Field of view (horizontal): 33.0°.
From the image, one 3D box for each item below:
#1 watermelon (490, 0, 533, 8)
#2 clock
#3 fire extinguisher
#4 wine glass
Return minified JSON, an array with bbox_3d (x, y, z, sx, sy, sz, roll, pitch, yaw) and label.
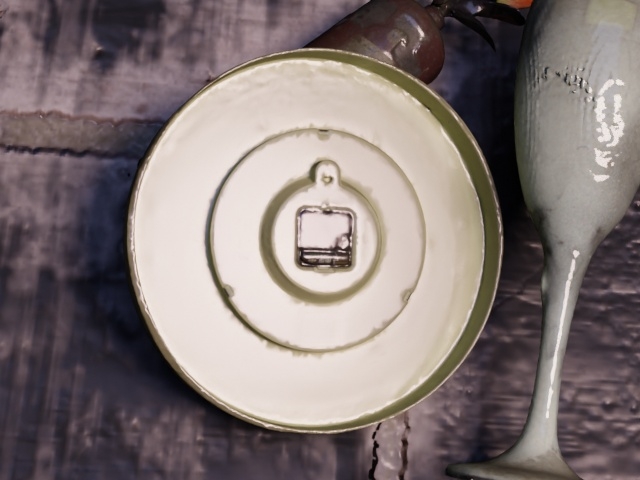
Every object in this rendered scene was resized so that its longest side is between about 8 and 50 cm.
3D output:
[{"bbox_3d":[0.176,-0.214,0.794,0.094,0.125,0.135,37,98,-21],"label":"watermelon"},{"bbox_3d":[0.000,0.000,0.655,0.235,0.029,0.235,1,85,-17],"label":"clock"},{"bbox_3d":[0.012,-0.093,0.715,0.268,0.072,0.089,-37,53,-17],"label":"fire extinguisher"},{"bbox_3d":[0.157,-0.019,0.559,0.096,0.264,0.309,12,80,-4],"label":"wine glass"}]
